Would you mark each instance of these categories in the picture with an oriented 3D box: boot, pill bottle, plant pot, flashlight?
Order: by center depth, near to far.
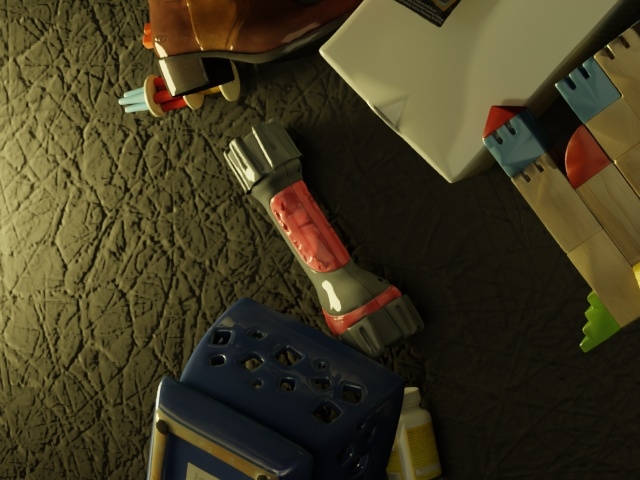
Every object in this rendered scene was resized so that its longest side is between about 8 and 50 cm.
[{"bbox_3d":[-0.068,0.240,1.796,0.236,0.212,0.236,26,127,22],"label":"plant pot"},{"bbox_3d":[-0.099,-0.330,1.798,0.264,0.096,0.280,-15,92,30],"label":"boot"},{"bbox_3d":[0.000,0.000,1.844,0.103,0.103,0.304,-34,85,22],"label":"flashlight"},{"bbox_3d":[0.102,0.233,1.854,0.065,0.065,0.116,-9,94,21],"label":"pill bottle"}]

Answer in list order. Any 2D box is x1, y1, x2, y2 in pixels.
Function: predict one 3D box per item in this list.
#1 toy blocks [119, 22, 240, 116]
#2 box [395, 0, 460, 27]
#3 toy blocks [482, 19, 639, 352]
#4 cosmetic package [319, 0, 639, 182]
[{"bbox_3d":[-0.180,-0.215,1.911,0.148,0.054,0.123,-10,94,21],"label":"toy blocks"},{"bbox_3d":[0.056,-0.358,1.607,0.142,0.163,0.247,-53,43,16],"label":"box"},{"bbox_3d":[0.347,-0.103,1.585,0.381,0.191,0.261,-37,87,25],"label":"toy blocks"},{"bbox_3d":[0.211,-0.268,1.707,0.217,0.156,0.385,48,111,9],"label":"cosmetic package"}]
